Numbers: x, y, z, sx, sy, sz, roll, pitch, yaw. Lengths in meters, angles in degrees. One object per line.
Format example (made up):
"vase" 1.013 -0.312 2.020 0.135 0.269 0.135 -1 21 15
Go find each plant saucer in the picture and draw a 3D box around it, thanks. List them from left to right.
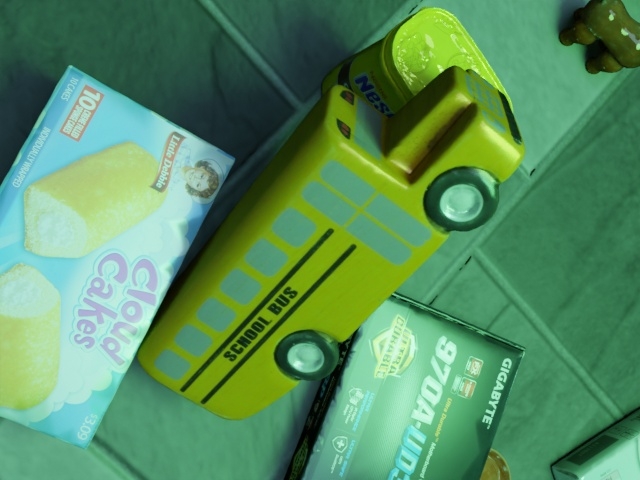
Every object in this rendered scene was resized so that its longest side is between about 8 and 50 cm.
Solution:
"plant saucer" 0.162 0.257 0.799 0.083 0.013 0.083 -1 91 -21

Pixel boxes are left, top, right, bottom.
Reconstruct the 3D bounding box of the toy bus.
"toy bus" 0.000 0.000 0.592 0.130 0.108 0.332 34 119 -14

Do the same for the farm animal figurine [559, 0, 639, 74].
"farm animal figurine" 0.410 -0.332 0.800 0.330 0.172 0.326 -26 99 -18

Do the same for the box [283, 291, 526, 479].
"box" 0.082 0.175 0.743 0.175 0.051 0.220 24 82 -13

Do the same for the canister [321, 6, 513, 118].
"canister" 0.078 -0.125 0.681 0.073 0.170 0.126 -41 103 -15

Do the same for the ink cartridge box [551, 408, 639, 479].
"ink cartridge box" 0.385 0.314 0.862 0.189 0.066 0.232 -26 95 -18

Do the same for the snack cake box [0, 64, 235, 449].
"snack cake box" -0.200 0.014 0.624 0.152 0.089 0.264 28 81 -17
